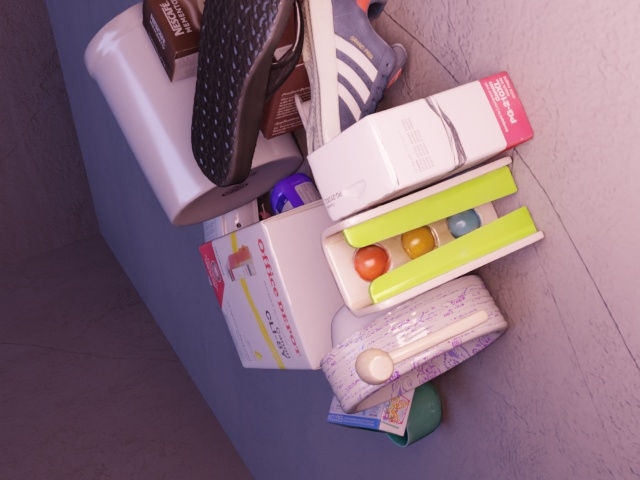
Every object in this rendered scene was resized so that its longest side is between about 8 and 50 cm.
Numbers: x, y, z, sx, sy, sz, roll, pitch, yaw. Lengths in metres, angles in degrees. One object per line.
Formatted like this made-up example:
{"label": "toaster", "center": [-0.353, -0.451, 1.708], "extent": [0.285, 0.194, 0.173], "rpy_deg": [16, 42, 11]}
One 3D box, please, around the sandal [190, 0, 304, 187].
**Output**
{"label": "sandal", "center": [-0.105, -0.278, 1.334], "extent": [0.167, 0.107, 0.446], "rpy_deg": [50, 141, 26]}

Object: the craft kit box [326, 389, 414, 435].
{"label": "craft kit box", "center": [0.106, 0.223, 1.610], "extent": [0.250, 0.061, 0.247], "rpy_deg": [160, 125, -68]}

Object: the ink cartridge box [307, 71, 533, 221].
{"label": "ink cartridge box", "center": [0.127, -0.121, 1.154], "extent": [0.172, 0.237, 0.100], "rpy_deg": [-26, 86, 59]}

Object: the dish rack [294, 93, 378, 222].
{"label": "dish rack", "center": [0.063, -0.073, 1.449], "extent": [0.285, 0.072, 0.333], "rpy_deg": [47, -157, -75]}

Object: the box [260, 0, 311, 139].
{"label": "box", "center": [-0.044, -0.309, 1.489], "extent": [0.167, 0.168, 0.203], "rpy_deg": [61, 157, 20]}

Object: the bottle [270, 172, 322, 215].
{"label": "bottle", "center": [0.000, 0.000, 1.777], "extent": [0.283, 0.092, 0.118], "rpy_deg": [58, 159, 24]}

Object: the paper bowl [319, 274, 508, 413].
{"label": "paper bowl", "center": [0.130, 0.140, 1.355], "extent": [0.148, 0.284, 0.284], "rpy_deg": [62, 157, 15]}

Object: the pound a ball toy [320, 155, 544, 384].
{"label": "pound a ball toy", "center": [0.142, 0.041, 1.189], "extent": [0.208, 0.319, 0.136], "rpy_deg": [67, 158, 2]}

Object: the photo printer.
{"label": "photo printer", "center": [-0.220, -0.045, 2.145], "extent": [0.256, 0.107, 0.308], "rpy_deg": [159, 105, -72]}

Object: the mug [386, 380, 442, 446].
{"label": "mug", "center": [0.163, 0.306, 1.684], "extent": [0.158, 0.097, 0.129], "rpy_deg": [43, 148, 47]}

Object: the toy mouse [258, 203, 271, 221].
{"label": "toy mouse", "center": [-0.128, -0.020, 2.133], "extent": [0.143, 0.031, 0.161], "rpy_deg": [20, 129, 61]}

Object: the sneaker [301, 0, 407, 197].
{"label": "sneaker", "center": [0.057, -0.214, 1.288], "extent": [0.131, 0.148, 0.350], "rpy_deg": [135, 133, -74]}

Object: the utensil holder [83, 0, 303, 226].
{"label": "utensil holder", "center": [-0.255, -0.265, 1.818], "extent": [0.386, 0.327, 0.327], "rpy_deg": [63, 158, 6]}

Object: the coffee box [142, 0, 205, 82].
{"label": "coffee box", "center": [-0.185, -0.403, 1.621], "extent": [0.141, 0.246, 0.098], "rpy_deg": [62, 157, 14]}

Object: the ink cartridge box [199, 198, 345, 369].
{"label": "ink cartridge box", "center": [-0.066, 0.090, 1.676], "extent": [0.384, 0.160, 0.279], "rpy_deg": [-17, 93, 65]}
